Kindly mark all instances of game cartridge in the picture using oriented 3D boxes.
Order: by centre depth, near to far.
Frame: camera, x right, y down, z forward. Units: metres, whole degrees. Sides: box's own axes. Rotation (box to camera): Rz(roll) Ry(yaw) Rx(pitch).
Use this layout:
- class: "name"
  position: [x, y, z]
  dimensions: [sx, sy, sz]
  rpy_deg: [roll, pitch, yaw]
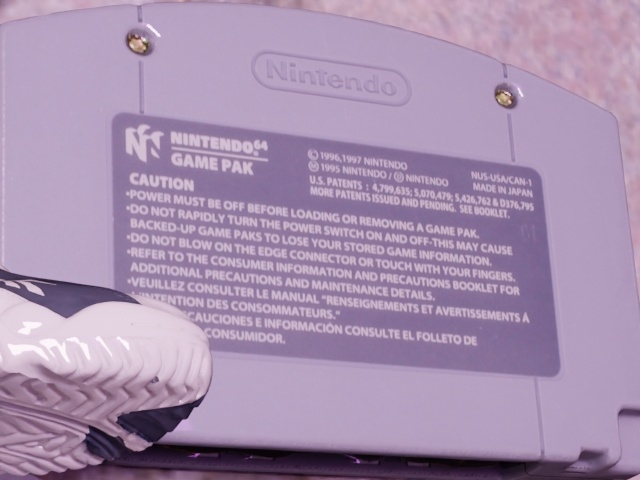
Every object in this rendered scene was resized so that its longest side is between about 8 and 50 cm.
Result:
- class: "game cartridge"
  position: [0.000, 0.000, 0.742]
  dimensions: [0.297, 0.062, 0.198]
  rpy_deg: [6, 64, -24]

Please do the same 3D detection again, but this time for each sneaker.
- class: "sneaker"
  position: [-0.152, -0.003, 0.613]
  dimensions: [0.235, 0.094, 0.153]
  rpy_deg: [-4, 59, 11]

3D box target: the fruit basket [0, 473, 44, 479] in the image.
- class: "fruit basket"
  position: [-0.035, 0.263, 0.559]
  dimensions: [0.327, 0.165, 0.353]
  rpy_deg: [25, 59, -16]
